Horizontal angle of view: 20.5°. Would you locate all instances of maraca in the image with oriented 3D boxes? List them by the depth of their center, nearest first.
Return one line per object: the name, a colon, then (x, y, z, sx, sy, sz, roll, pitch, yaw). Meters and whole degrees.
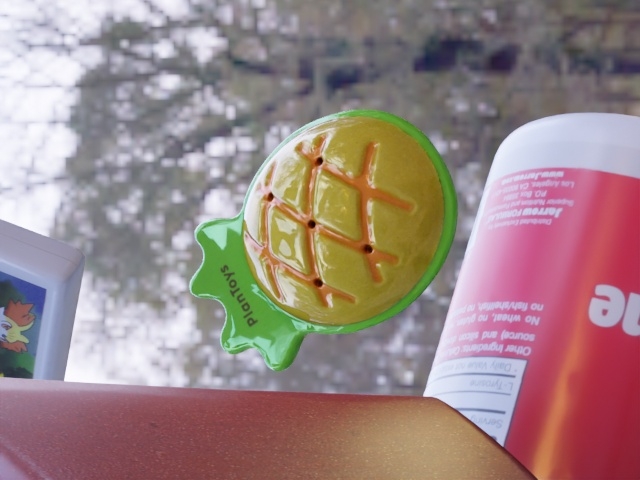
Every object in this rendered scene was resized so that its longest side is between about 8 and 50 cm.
maraca: (0.000, 0.000, 1.066, 0.127, 0.186, 0.099, 61, -156, 15)

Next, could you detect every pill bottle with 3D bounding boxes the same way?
pill bottle: (0.187, 0.133, 1.279, 0.229, 0.229, 0.407, 61, -137, -63)

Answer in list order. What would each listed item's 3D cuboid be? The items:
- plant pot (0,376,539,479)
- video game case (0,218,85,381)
plant pot: (-0.016, 0.210, 0.653, 0.236, 0.267, 0.267, 18, 101, 60)
video game case: (-0.310, 0.079, 1.133, 0.036, 0.300, 0.329, -62, -8, -49)
